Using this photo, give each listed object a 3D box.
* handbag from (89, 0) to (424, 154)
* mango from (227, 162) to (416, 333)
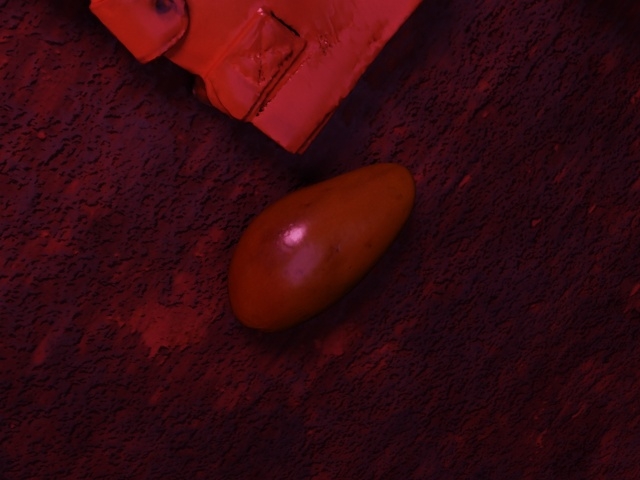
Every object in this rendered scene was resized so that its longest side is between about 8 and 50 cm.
[{"bbox_3d":[-0.095,-0.296,0.871,0.410,0.116,0.303,34,98,-31],"label":"handbag"},{"bbox_3d":[0.000,0.000,1.054,0.253,0.113,0.138,-39,123,-3],"label":"mango"}]
